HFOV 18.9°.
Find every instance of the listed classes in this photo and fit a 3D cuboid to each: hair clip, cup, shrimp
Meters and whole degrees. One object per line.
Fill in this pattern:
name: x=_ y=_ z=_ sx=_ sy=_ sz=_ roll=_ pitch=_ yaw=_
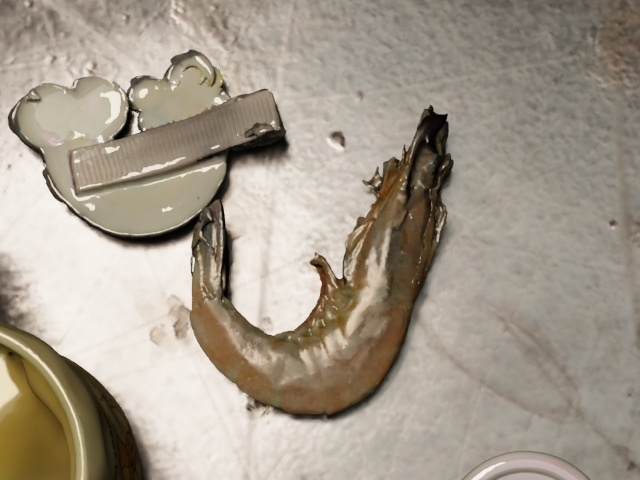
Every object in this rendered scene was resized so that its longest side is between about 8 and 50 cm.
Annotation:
hair clip: x=-0.109 y=-0.061 z=1.239 sx=0.172 sy=0.049 sz=0.116 roll=-15 pitch=74 yaw=2
cup: x=0.130 y=0.193 z=1.136 sx=0.099 sy=0.133 sz=0.136 roll=-26 pitch=79 yaw=1
cup: x=-0.223 y=0.108 z=1.130 sx=0.173 sy=0.202 sz=0.255 roll=-39 pitch=81 yaw=-6
shrimp: x=0.000 y=0.000 z=1.224 sx=0.152 sy=0.046 sz=0.219 roll=25 pitch=82 yaw=4
